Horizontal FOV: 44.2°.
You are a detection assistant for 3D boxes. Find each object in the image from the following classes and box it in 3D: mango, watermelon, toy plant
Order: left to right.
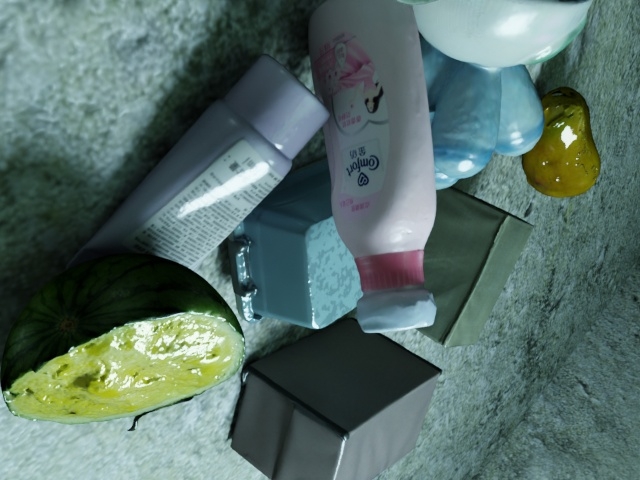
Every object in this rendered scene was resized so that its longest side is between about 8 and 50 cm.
[{"bbox_3d":[-0.179,0.085,0.719,0.204,0.127,0.232,-31,153,15],"label":"watermelon"},{"bbox_3d":[0.171,-0.203,0.959,0.247,0.247,0.332,-30,146,-43],"label":"toy plant"},{"bbox_3d":[0.447,-0.174,1.462,0.151,0.156,0.248,-46,151,-21],"label":"mango"}]

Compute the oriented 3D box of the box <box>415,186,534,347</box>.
[{"bbox_3d":[0.222,0.039,1.305,0.155,0.149,0.231,8,110,-60],"label":"box"}]

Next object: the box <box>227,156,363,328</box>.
[{"bbox_3d":[0.000,0.000,0.937,0.227,0.130,0.162,-27,122,-43],"label":"box"}]

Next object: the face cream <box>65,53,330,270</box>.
[{"bbox_3d":[-0.111,-0.051,0.772,0.274,0.096,0.154,-48,154,3],"label":"face cream"}]

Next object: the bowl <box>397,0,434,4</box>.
[{"bbox_3d":[0.063,-0.368,0.687,0.289,0.146,0.289,-36,142,-35],"label":"bowl"}]

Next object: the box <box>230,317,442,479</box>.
[{"bbox_3d":[0.023,0.245,1.141,0.252,0.188,0.153,-19,131,-53],"label":"box"}]

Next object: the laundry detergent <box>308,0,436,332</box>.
[{"bbox_3d":[0.056,-0.076,0.795,0.088,0.159,0.335,-5,87,-27],"label":"laundry detergent"}]
